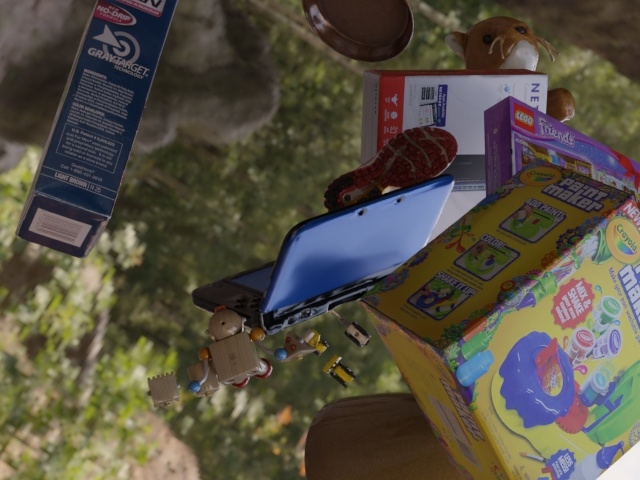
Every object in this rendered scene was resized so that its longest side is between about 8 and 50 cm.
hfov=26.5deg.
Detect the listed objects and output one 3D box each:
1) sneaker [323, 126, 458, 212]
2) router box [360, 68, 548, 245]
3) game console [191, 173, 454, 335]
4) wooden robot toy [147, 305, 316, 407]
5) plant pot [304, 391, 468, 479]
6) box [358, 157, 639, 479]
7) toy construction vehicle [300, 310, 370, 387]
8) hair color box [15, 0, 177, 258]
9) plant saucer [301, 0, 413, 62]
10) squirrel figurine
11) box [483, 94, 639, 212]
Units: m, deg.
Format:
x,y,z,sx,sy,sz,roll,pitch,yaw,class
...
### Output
x,y,z,sx,sy,sz,roll,pitch,yaw,class
0.109,-0.108,2.120,0.225,0.088,0.093,-27,177,9,sneaker
0.218,-0.117,2.260,0.082,0.301,0.336,-144,-128,-68,router box
0.000,0.000,1.825,0.293,0.250,0.173,-18,113,-37,game console
-0.096,0.108,1.370,0.173,0.079,0.076,-20,166,5,wooden robot toy
0.146,0.322,2.049,0.254,0.237,0.237,-25,-159,40,plant pot
0.247,0.114,1.556,0.279,0.290,0.177,-38,-148,-14,box
0.026,0.152,1.985,0.086,0.098,0.035,-51,178,5,toy construction vehicle
-0.295,-0.169,1.801,0.174,0.105,0.347,138,-31,-62,hair color box
0.055,-0.322,1.877,0.029,0.168,0.168,-57,178,-39,plant saucer
0.344,-0.241,2.710,0.397,0.281,0.371,131,-50,-69,squirrel figurine
0.355,-0.059,1.917,0.057,0.293,0.201,-31,-133,45,box
